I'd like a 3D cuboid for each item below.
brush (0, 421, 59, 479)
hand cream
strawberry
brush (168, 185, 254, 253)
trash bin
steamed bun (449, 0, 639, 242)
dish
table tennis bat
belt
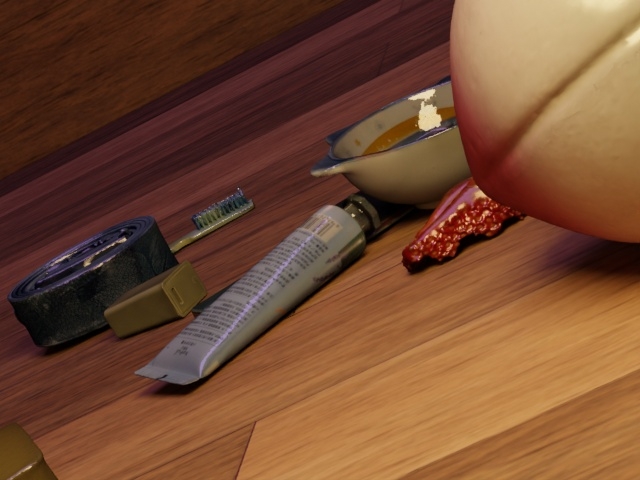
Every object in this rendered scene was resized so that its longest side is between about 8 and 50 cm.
[{"bbox_3d":[-0.281,0.214,1.592,0.123,0.059,0.197,-35,13,-12],"label":"brush"},{"bbox_3d":[-0.051,0.049,1.763,0.271,0.058,0.091,-40,28,-28],"label":"hand cream"},{"bbox_3d":[0.129,-0.027,1.675,0.152,0.048,0.104,-31,9,-25],"label":"strawberry"},{"bbox_3d":[-0.159,-0.008,2.281,0.178,0.030,0.033,-30,22,-6],"label":"brush"},{"bbox_3d":[-0.174,0.063,1.990,0.092,0.043,0.061,-22,14,33],"label":"trash bin"},{"bbox_3d":[0.213,-0.121,1.359,0.309,0.309,0.309,-28,12,7],"label":"steamed bun"},{"bbox_3d":[0.117,-0.089,1.837,0.236,0.086,0.228,-20,15,10],"label":"dish"},{"bbox_3d":[0.000,0.000,1.906,0.301,0.022,0.173,-34,14,-25],"label":"table tennis bat"},{"bbox_3d":[-0.252,0.049,2.126,0.190,0.082,0.141,-29,15,-2],"label":"belt"}]
